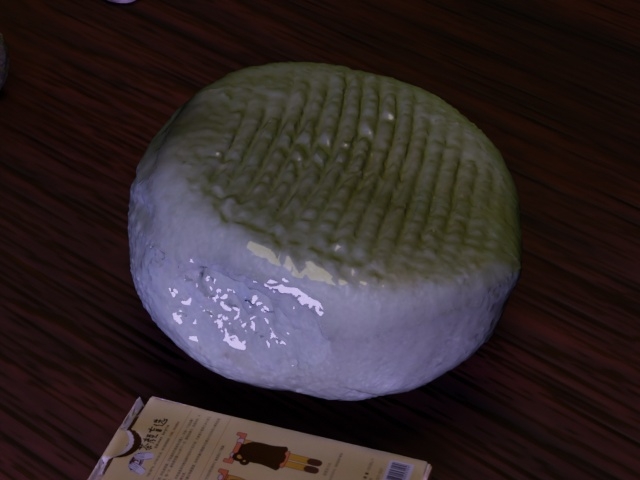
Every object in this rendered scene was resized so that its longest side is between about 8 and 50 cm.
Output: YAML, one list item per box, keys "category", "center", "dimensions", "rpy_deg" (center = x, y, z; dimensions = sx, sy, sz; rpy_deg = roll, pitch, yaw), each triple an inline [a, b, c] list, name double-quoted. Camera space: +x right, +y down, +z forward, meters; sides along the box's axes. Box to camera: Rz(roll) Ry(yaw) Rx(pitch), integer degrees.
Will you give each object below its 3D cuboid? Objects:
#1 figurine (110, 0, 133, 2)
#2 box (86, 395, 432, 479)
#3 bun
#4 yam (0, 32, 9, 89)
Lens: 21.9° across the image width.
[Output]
- category: "figurine"
  center: [-0.133, -0.207, 1.177]
  dimensions: [0.047, 0.050, 0.083]
  rpy_deg: [8, 35, 15]
- category: "box"
  center: [-0.028, 0.115, 0.760]
  dimensions: [0.149, 0.020, 0.073]
  rpy_deg: [13, 38, 13]
- category: "bun"
  center: [-0.001, 0.002, 0.848]
  dimensions: [0.221, 0.108, 0.221]
  rpy_deg: [9, 35, -6]
- category: "yam"
  center: [-0.288, -0.174, 1.113]
  dimensions: [0.061, 0.061, 0.274]
  rpy_deg: [-19, 40, -28]
